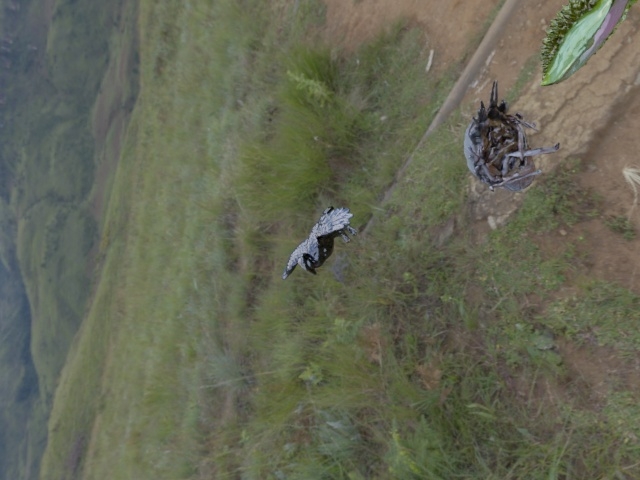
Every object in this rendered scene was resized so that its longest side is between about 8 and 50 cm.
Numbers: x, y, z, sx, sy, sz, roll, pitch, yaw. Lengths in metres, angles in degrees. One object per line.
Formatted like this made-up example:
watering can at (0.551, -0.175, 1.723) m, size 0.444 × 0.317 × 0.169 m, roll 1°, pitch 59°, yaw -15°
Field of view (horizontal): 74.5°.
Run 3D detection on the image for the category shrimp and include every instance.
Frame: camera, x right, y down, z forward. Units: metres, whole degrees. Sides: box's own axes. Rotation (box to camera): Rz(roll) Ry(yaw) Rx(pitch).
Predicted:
shrimp at (0.306, -0.160, 0.717) m, size 0.116 × 0.343 × 0.145 m, roll -42°, pitch 64°, yaw 13°

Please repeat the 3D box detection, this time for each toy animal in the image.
toy animal at (0.000, 0.000, 0.600) m, size 0.062 × 0.108 × 0.220 m, roll 48°, pitch 147°, yaw 1°

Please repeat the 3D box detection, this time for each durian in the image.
durian at (0.489, -0.405, 0.781) m, size 0.095 × 0.137 × 0.221 m, roll 52°, pitch 150°, yaw 17°
